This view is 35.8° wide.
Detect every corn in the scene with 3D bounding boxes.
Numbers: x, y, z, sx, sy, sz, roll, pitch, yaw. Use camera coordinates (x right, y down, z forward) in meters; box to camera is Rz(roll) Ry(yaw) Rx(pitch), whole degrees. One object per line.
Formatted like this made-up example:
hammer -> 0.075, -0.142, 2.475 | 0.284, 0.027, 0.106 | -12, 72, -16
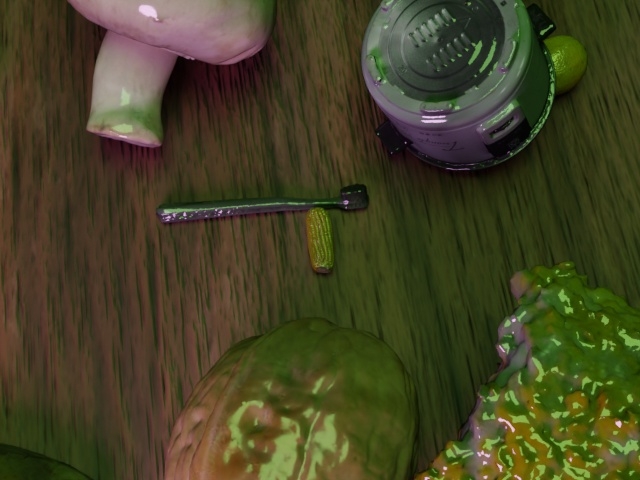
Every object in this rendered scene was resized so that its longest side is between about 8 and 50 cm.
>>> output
corn -> 0.000, 0.000, 1.343 | 0.037, 0.037, 0.092 | -5, 66, -2

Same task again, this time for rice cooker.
rice cooker -> 0.188, -0.226, 1.337 | 0.280, 0.227, 0.241 | -40, 66, 7

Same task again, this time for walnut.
walnut -> -0.032, 0.235, 1.124 | 0.252, 0.277, 0.313 | 29, 62, -21

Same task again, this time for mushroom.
mushroom -> -0.213, -0.329, 1.347 | 0.315, 0.315, 0.356 | 4, 57, 2

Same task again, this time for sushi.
sushi -> 0.251, 0.230, 1.055 | 0.240, 0.396, 0.351 | 27, 62, 16

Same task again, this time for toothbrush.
toothbrush -> -0.081, -0.051, 1.371 | 0.297, 0.030, 0.030 | -5, 41, 0

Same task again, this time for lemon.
lemon -> 0.333, -0.249, 1.422 | 0.110, 0.082, 0.082 | -33, 70, -14

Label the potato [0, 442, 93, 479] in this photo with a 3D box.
potato -> -0.385, 0.320, 1.172 | 0.271, 0.111, 0.160 | 16, 70, 8
